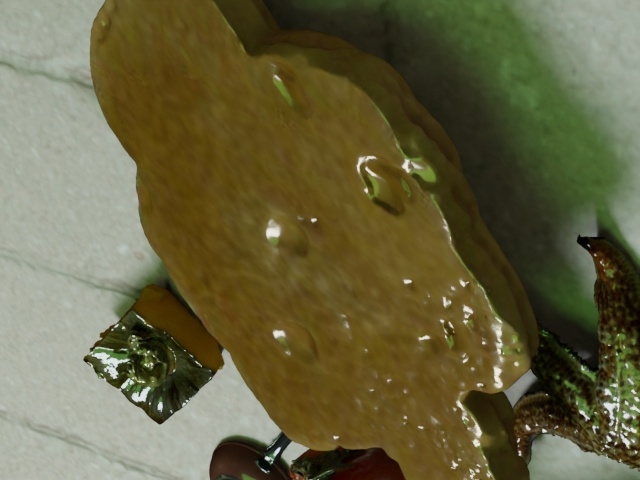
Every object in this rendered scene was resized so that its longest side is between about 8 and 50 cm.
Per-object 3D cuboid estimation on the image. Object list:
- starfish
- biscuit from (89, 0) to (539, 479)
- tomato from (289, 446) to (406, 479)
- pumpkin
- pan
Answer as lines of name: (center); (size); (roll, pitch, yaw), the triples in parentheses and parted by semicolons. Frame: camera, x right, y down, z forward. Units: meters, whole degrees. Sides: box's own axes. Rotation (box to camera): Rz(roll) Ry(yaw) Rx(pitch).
starfish: (0.177, 0.102, 1.088); (0.213, 0.057, 0.238); (-8, 118, 48)
biscuit: (0.003, -0.002, 1.097); (0.376, 0.051, 0.269); (56, 146, -1)
tomato: (0.050, 0.179, 1.221); (0.139, 0.091, 0.159); (62, 164, -14)
pumpkin: (-0.110, 0.078, 1.278); (0.074, 0.054, 0.083); (41, 133, -6)
pan: (-0.042, 0.158, 1.315); (0.068, 0.023, 0.115); (38, 138, 4)
